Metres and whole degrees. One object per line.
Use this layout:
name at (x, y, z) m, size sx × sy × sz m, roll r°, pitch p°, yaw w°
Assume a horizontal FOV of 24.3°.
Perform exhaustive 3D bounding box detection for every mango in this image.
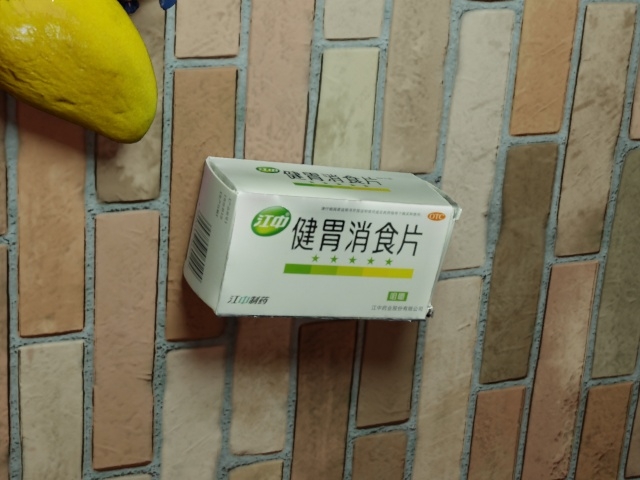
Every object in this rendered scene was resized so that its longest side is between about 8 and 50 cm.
mango at (-0.305, -0.226, 1.748) m, size 0.176 × 0.119 × 0.317 m, roll -34°, pitch 125°, yaw 17°

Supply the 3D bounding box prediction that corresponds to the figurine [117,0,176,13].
figurine at (-0.253, -0.348, 1.748) m, size 0.195 × 0.111 × 0.102 m, roll 28°, pitch 81°, yaw -28°

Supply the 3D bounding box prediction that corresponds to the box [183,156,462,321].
box at (0.002, 0.001, 1.980) m, size 0.333 × 0.145 × 0.173 m, roll 3°, pitch 112°, yaw -24°
